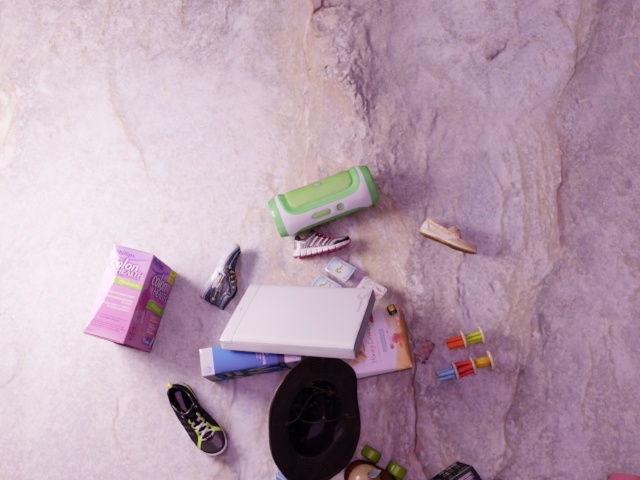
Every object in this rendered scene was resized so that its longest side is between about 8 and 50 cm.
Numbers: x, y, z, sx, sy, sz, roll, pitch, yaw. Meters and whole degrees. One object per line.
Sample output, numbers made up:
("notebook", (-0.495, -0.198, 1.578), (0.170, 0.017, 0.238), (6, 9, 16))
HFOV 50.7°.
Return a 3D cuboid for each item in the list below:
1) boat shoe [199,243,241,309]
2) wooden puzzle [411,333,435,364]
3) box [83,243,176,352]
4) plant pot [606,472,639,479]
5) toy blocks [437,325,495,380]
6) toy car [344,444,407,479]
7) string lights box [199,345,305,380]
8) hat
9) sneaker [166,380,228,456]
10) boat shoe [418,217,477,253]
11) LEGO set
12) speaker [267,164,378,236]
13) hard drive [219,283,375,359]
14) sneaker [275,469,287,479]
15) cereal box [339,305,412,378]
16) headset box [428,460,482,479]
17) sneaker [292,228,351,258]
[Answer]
("boat shoe", (-0.256, 0.103, 1.898), (0.083, 0.065, 0.183), (31, 86, 10))
("wooden puzzle", (0.278, 0.292, 1.832), (0.049, 0.006, 0.083), (28, 78, 11))
("box", (-0.505, 0.162, 1.819), (0.117, 0.213, 0.243), (13, 75, 8))
("plant pot", (0.741, 0.664, 1.608), (0.201, 0.201, 0.180), (19, 62, 9))
("toy blocks", (0.373, 0.305, 1.797), (0.148, 0.054, 0.123), (-17, 75, 0))
("toy car", (0.125, 0.604, 1.662), (0.149, 0.188, 0.155), (29, 79, 12))
("string lights box", (-0.176, 0.312, 1.794), (0.260, 0.133, 0.077), (-10, 72, 2))
("hat", (-0.044, 0.445, 1.716), (0.134, 0.331, 0.331), (1, 69, 47))
("sneaker", (-0.338, 0.472, 1.780), (0.084, 0.097, 0.234), (-41, 76, -7))
("boat shoe", (0.362, -0.015, 1.882), (0.170, 0.063, 0.059), (24, 83, 11))
("LEGO set", (0.079, 0.160, 1.825), (0.244, 0.060, 0.182), (31, 70, 24))
("speaker", (0.008, -0.111, 1.903), (0.296, 0.131, 0.131), (-21, 74, -2))
("hard drive", (-0.055, 0.202, 1.746), (0.353, 0.047, 0.233), (1, 35, 18))
("sneaker", (-0.029, 0.649, 1.730), (0.081, 0.080, 0.211), (-45, 77, 18))
("cereal box", (0.113, 0.284, 1.824), (0.240, 0.047, 0.173), (-12, 73, 1))
("headset box", (0.370, 0.683, 1.593), (0.131, 0.246, 0.283), (-32, 76, -6))
("sneaker", (0.000, 0.000, 1.904), (0.170, 0.063, 0.075), (-12, 80, 6))
